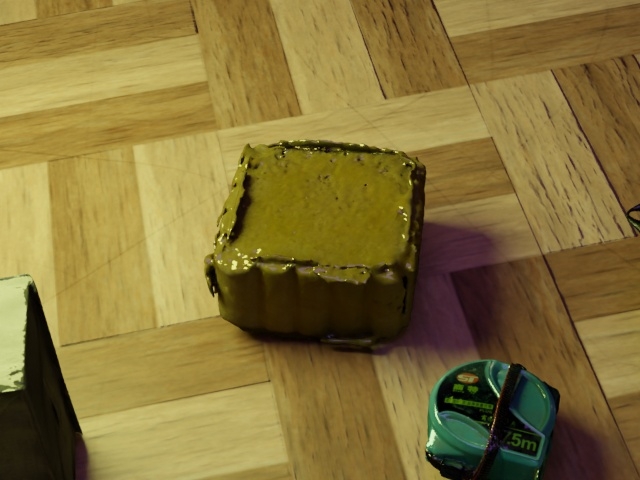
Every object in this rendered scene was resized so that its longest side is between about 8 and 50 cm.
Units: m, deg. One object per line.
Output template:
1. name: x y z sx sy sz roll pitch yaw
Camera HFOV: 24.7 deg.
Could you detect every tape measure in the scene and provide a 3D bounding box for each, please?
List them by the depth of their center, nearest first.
1. tape measure: 0.167 0.180 1.444 0.125 0.081 0.146 11 45 14

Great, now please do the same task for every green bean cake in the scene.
1. green bean cake: 0.000 0.000 1.624 0.230 0.131 0.224 4 46 7

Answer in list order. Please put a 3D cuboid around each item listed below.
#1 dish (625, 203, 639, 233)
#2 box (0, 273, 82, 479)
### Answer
1. dish: 0.464 0.056 1.509 0.303 0.120 0.303 -4 40 3
2. box: -0.323 0.172 1.404 0.155 0.231 0.149 -7 43 -2
